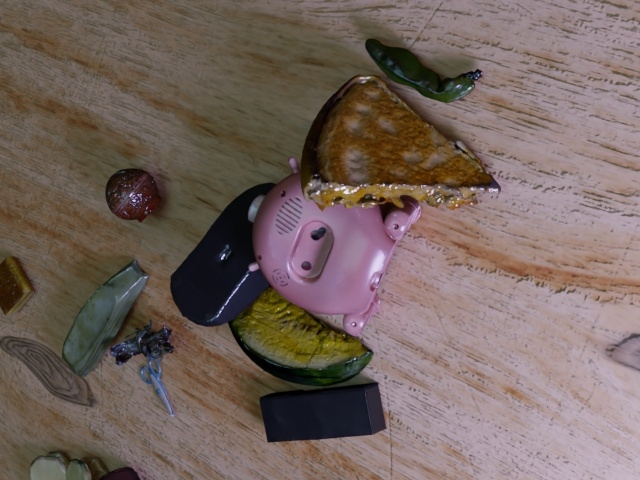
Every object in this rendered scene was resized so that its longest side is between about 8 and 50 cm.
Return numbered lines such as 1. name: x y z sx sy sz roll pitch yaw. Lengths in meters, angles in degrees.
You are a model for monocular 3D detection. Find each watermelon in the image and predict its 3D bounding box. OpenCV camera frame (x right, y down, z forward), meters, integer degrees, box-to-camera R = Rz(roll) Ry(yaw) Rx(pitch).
1. watermelon: -0.059 0.163 1.636 0.301 0.123 0.129 31 79 30

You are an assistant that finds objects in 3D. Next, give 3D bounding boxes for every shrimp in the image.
1. shrimp: -0.324 0.185 1.821 0.174 0.076 0.082 -17 110 43

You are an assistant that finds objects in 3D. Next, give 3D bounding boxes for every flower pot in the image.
1. flower pot: -0.379 0.490 1.881 0.111 0.111 0.089 -44 55 30

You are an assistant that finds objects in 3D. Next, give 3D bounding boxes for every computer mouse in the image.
1. computer mouse: -0.134 0.028 1.640 0.137 0.086 0.270 40 92 33

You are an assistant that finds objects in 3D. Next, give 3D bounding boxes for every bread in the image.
1. bread: -0.654 0.096 2.067 0.090 0.035 0.094 -45 69 29

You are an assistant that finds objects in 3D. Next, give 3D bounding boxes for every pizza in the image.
1. pizza: 0.106 -0.144 1.443 0.074 0.287 0.251 111 159 -52

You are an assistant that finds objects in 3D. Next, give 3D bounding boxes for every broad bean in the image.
1. broad bean: 0.147 -0.249 1.459 0.195 0.046 0.061 22 95 27

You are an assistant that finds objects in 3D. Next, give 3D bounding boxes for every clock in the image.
1. clock: 0.000 0.000 1.490 0.241 0.142 0.227 26 110 9

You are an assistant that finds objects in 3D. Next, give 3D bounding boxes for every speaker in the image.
1. speaker: 0.001 0.285 1.617 0.218 0.044 0.082 -13 87 35

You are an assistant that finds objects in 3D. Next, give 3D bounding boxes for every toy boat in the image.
1. toy boat: -0.432 0.156 1.904 0.093 0.055 0.293 47 119 19

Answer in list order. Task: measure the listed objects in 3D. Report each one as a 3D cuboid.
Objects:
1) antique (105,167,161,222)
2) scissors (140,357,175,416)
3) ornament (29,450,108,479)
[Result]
1. antique: -0.347 -0.086 1.792 0.104 0.104 0.104 4 97 35
2. scissors: -0.304 0.281 1.851 0.058 0.014 0.119 -45 66 31
3. ornament: -0.512 0.528 2.001 0.201 0.059 0.180 -3 94 38
